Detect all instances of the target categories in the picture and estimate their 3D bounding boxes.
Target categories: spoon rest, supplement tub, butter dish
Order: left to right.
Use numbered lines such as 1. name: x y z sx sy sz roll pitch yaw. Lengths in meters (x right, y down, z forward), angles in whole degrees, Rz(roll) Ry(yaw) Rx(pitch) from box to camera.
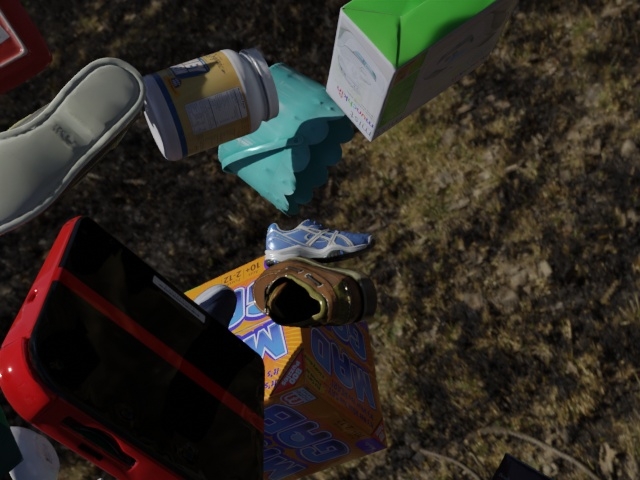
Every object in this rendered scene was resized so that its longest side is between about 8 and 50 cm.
1. butter dish: -0.492 -0.281 1.078 0.160 0.160 0.118 -34 8 -11
2. spoon rest: -0.479 0.419 1.303 0.084 0.276 0.137 -32 49 -4
3. supplement tub: -0.183 -0.228 1.216 0.199 0.144 0.144 -23 44 -16

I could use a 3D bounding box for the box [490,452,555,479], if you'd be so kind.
1. box: 0.390 0.532 1.334 0.203 0.168 0.167 -59 30 -8

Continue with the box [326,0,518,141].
1. box: 0.150 -0.309 1.120 0.262 0.231 0.127 -36 78 -16

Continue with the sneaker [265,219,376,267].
1. sneaker: 0.000 0.000 1.368 0.211 0.080 0.081 -5 78 -12

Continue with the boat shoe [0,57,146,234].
1. boat shoe: -0.334 -0.097 0.886 0.305 0.109 0.091 -45 7 -20

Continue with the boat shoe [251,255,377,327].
1. boat shoe: -0.044 0.085 1.199 0.307 0.104 0.111 -8 91 55

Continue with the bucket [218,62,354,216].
1. bucket: -0.064 -0.204 1.482 0.183 0.281 0.281 34 75 8

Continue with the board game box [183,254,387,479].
1. board game box: -0.107 0.297 1.661 0.356 0.356 0.356 -25 46 19

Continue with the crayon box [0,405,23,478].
1. crayon box: -0.559 0.188 1.012 0.202 0.318 0.081 -9 16 27

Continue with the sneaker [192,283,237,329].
1. sneaker: -0.198 0.215 1.266 0.153 0.099 0.282 20 70 42

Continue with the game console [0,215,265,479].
1. game console: -0.217 0.173 0.973 0.060 0.386 0.342 -38 27 17
